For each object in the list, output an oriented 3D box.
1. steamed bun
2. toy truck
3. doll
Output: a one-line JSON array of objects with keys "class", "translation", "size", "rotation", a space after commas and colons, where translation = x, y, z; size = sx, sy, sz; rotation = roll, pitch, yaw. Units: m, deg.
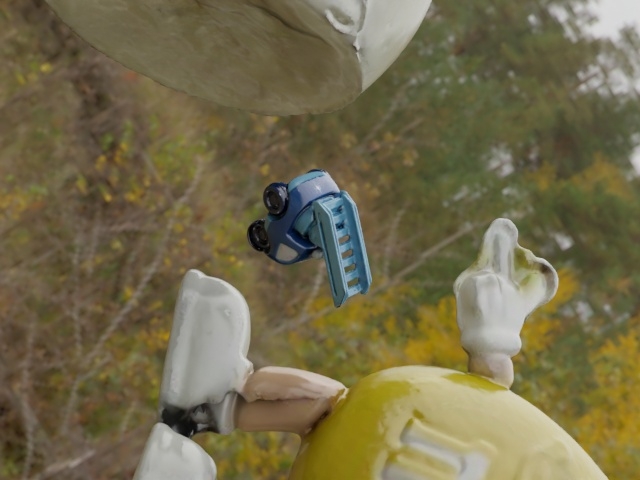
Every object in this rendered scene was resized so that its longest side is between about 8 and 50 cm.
[{"class": "steamed bun", "translation": [-0.063, -0.247, 1.028], "size": [0.324, 0.206, 0.324], "rotation": [19, -17, 6]}, {"class": "toy truck", "translation": [0.000, 0.000, 0.908], "size": [0.090, 0.056, 0.073], "rotation": [47, -45, 24]}, {"class": "doll", "translation": [0.054, 0.170, 1.005], "size": [0.161, 0.423, 0.348], "rotation": [133, -53, -77]}]
